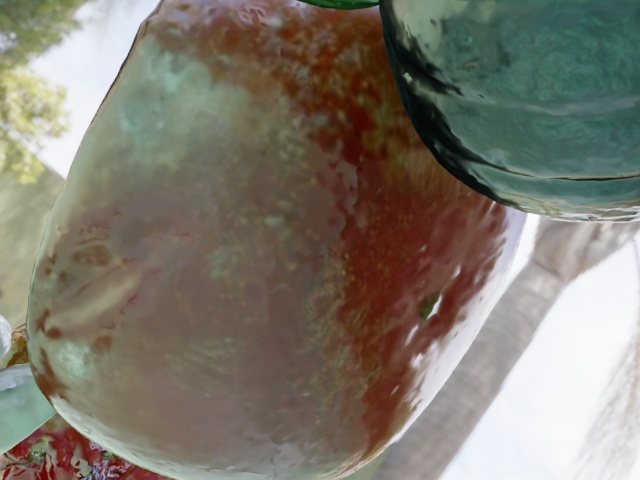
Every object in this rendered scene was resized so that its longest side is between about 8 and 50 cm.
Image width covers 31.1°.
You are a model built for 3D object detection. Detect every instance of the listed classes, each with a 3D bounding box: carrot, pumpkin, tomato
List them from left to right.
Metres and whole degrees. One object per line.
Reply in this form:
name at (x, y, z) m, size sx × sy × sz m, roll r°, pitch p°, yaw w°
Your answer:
carrot at (-0.269, 0.119, 0.958) m, size 0.035 × 0.142 × 0.035 m, roll 31°, pitch -20°, yaw 12°
tomato at (0.011, 0.005, 0.615) m, size 0.143 × 0.338 × 0.338 m, roll 29°, pitch -24°, yaw 31°
pumpkin at (0.076, -0.127, 0.446) m, size 0.248 × 0.248 × 0.248 m, roll 34°, pitch -23°, yaw 16°

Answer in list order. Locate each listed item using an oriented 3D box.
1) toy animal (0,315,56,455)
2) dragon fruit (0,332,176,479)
toy animal at (-0.342, 0.088, 0.711) m, size 0.188 × 0.266 × 0.308 m, roll 47°, pitch -12°, yaw -30°
dragon fruit at (-0.271, 0.222, 1.381) m, size 0.249 × 0.386 × 0.371 m, roll 86°, pitch -13°, yaw -49°
